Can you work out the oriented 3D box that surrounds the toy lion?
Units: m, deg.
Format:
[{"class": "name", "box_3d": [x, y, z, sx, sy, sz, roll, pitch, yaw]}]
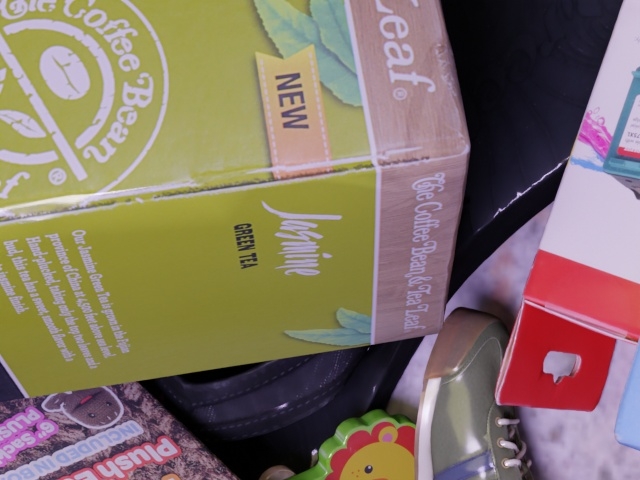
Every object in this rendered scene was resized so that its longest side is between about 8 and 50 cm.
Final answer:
[{"class": "toy lion", "box_3d": [0.022, 0.141, 0.859, 0.034, 0.096, 0.100, -144, 37, -64]}]

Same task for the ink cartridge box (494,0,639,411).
[{"class": "ink cartridge box", "box_3d": [0.170, -0.019, 0.757, 0.078, 0.134, 0.231, 20, 94, 31]}]

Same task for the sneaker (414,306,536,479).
[{"class": "sneaker", "box_3d": [0.092, 0.135, 0.824, 0.086, 0.064, 0.192, 12, 94, 30]}]

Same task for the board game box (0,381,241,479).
[{"class": "board game box", "box_3d": [-0.161, 0.183, 0.865, 0.291, 0.141, 0.232, 40, 133, 28]}]

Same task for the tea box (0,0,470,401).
[{"class": "tea box", "box_3d": [-0.121, -0.118, 0.743, 0.323, 0.220, 0.329, -9, 68, -3]}]

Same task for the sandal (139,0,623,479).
[{"class": "sandal", "box_3d": [-0.001, -0.003, 0.871, 0.446, 0.107, 0.167, -51, 62, 15]}]

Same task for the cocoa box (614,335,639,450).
[{"class": "cocoa box", "box_3d": [0.295, -0.047, 0.632, 0.231, 0.228, 0.347, 17, 92, 31]}]
